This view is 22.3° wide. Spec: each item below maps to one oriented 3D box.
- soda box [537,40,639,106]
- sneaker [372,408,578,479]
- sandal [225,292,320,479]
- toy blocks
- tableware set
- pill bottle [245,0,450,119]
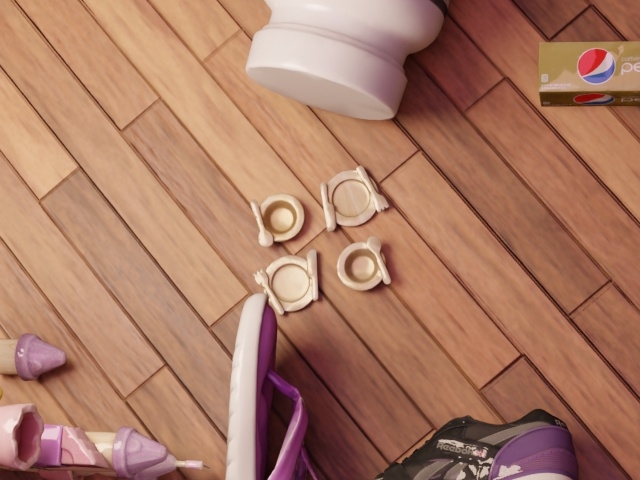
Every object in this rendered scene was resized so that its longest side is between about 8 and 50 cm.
[{"bbox_3d":[0.329,-0.181,1.765,0.181,0.061,0.058,0,79,10],"label":"soda box"},{"bbox_3d":[0.132,0.254,1.716,0.283,0.107,0.124,-11,47,12],"label":"sneaker"},{"bbox_3d":[-0.049,0.265,1.708,0.102,0.169,0.416,3,84,-1],"label":"sandal"},{"bbox_3d":[-0.283,0.200,1.694,0.260,0.288,0.309,0,77,17],"label":"toy blocks"},{"bbox_3d":[0.000,0.000,1.814,0.168,0.020,0.141,-16,77,7],"label":"tableware set"},{"bbox_3d":[0.054,-0.328,1.768,0.210,0.210,0.363,15,83,13],"label":"pill bottle"}]
